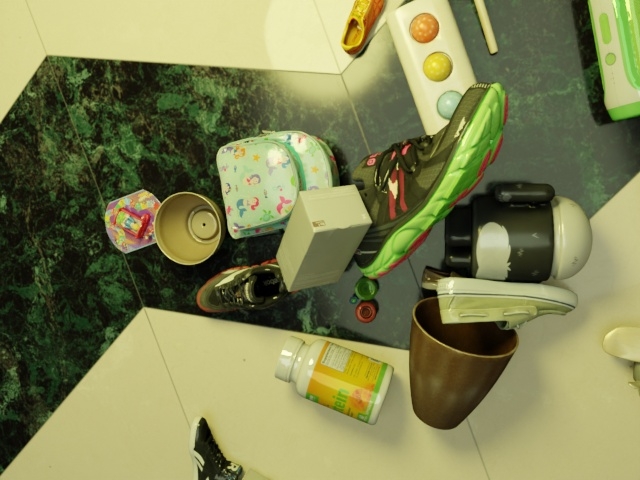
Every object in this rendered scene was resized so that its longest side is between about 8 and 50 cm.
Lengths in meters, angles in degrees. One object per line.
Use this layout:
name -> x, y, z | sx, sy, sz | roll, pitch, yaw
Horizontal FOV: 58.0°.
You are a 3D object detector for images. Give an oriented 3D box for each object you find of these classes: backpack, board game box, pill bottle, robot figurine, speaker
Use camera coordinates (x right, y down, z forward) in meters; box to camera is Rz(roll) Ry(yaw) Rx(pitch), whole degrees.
backpack -> -0.090, -0.123, 1.242 | 0.253, 0.191, 0.225 | -8, 92, 10
board game box -> -0.461, -0.045, 1.409 | 0.168, 0.033, 0.133 | -18, 93, 14
pill bottle -> 0.028, 0.302, 1.286 | 0.245, 0.136, 0.137 | 19, 101, 10
robot figurine -> 0.389, -0.007, 1.151 | 0.277, 0.209, 0.174 | 0, 80, 14
speaker -> 0.581, -0.383, 1.081 | 0.131, 0.131, 0.297 | -11, 94, 14

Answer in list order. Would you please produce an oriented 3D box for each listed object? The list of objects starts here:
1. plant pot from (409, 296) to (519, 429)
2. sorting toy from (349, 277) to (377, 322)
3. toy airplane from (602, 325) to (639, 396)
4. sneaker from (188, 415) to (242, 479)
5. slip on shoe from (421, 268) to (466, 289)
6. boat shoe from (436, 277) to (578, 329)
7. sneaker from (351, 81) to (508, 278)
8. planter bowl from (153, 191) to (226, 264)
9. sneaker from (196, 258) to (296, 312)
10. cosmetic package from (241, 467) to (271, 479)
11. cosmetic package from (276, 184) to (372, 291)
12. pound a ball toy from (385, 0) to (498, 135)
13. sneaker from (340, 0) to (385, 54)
plant pot -> 0.273, 0.271, 1.208 | 0.215, 0.215, 0.231 | 15, 115, 11
sorting toy -> 0.096, 0.135, 1.305 | 0.061, 0.042, 0.102 | 1, 85, -3
toy airplane -> 0.797, 0.248, 1.068 | 0.384, 0.272, 0.386 | -32, 52, 4
sneaker -> -0.250, 0.532, 1.415 | 0.121, 0.079, 0.217 | 2, 105, 9
slip on shoe -> 0.287, 0.087, 1.247 | 0.135, 0.051, 0.041 | 6, 101, 20
boat shoe -> 0.374, 0.133, 1.166 | 0.302, 0.109, 0.094 | 5, 81, -9
sneaker -> 0.168, -0.116, 1.113 | 0.202, 0.185, 0.483 | 46, 130, 11
planter bowl -> -0.285, -0.032, 1.331 | 0.161, 0.109, 0.162 | 1, 97, 13
sneaker -> -0.172, 0.110, 1.310 | 0.275, 0.135, 0.098 | -15, 95, 15
cosmetic package -> -0.066, 0.744, 1.355 | 0.384, 0.156, 0.217 | 28, 102, 9
cosmetic package -> 0.000, 0.000, 1.169 | 0.238, 0.127, 0.107 | 114, 140, -50
pound a ball toy -> 0.264, -0.376, 1.150 | 0.208, 0.136, 0.320 | -19, 93, 15
sneaker -> 0.092, -0.478, 1.212 | 0.064, 0.067, 0.175 | 19, 99, 12
